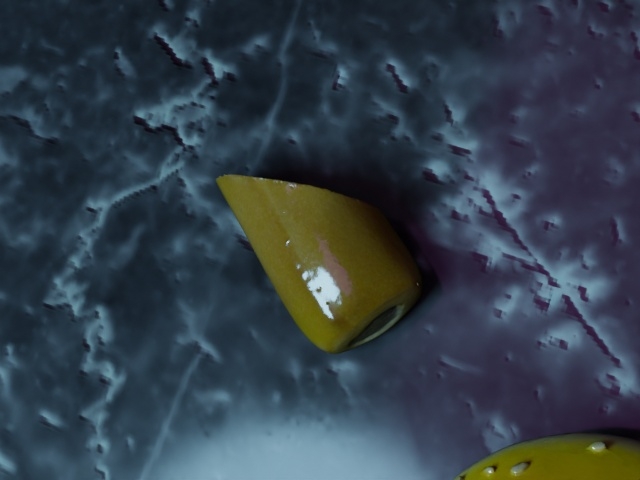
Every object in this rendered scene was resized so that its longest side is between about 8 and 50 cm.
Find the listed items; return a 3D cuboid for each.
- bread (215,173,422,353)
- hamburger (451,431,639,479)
[{"bbox_3d":[0.000,-0.002,0.565,0.062,0.049,0.103,-34,75,12],"label":"bread"},{"bbox_3d":[0.126,0.170,0.462,0.210,0.116,0.173,19,87,21],"label":"hamburger"}]
